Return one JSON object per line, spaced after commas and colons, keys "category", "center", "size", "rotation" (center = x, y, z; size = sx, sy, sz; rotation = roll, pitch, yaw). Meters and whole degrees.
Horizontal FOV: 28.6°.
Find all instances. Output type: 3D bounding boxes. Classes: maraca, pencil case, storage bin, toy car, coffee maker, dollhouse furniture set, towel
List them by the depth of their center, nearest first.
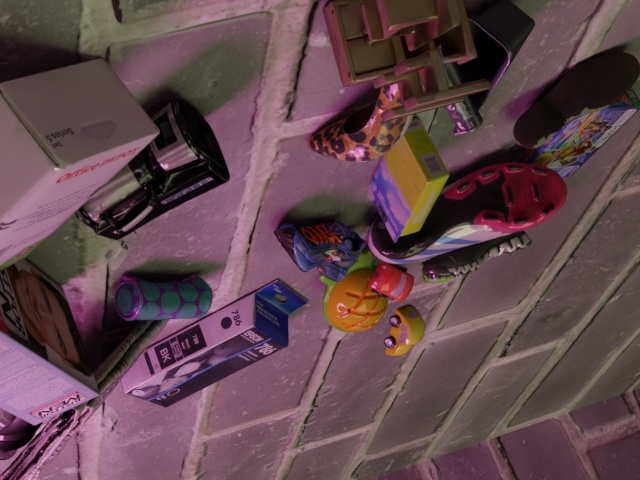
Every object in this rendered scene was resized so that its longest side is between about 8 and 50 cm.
{"category": "dollhouse furniture set", "center": [0.119, -0.254, 1.393], "size": [0.161, 0.212, 0.242], "rotation": [-15, -179, -15]}
{"category": "coffee maker", "center": [-0.212, -0.089, 1.569], "size": [0.178, 0.120, 0.171], "rotation": [-27, 179, 10]}
{"category": "storage bin", "center": [0.213, -0.251, 1.634], "size": [0.091, 0.098, 0.135], "rotation": [-42, 169, -34]}
{"category": "pencil case", "center": [-0.243, 0.088, 1.943], "size": [0.064, 0.070, 0.151], "rotation": [3, -178, 43]}
{"category": "towel", "center": [-0.370, 0.260, 1.998], "size": [0.312, 0.056, 0.324], "rotation": [-45, -177, 38]}
{"category": "maraca", "center": [0.058, 0.087, 2.184], "size": [0.127, 0.099, 0.186], "rotation": [-29, 133, -14]}
{"category": "toy car", "center": [0.184, 0.076, 2.201], "size": [0.225, 0.053, 0.239], "rotation": [-45, 144, -26]}

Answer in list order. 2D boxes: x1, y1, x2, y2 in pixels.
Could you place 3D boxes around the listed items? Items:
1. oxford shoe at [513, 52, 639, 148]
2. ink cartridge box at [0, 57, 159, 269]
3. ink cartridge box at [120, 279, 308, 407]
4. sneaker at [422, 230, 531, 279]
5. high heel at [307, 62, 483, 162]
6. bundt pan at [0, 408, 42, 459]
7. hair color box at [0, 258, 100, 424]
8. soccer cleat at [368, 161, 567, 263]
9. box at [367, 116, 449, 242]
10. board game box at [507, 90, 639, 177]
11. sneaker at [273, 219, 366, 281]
{"category": "oxford shoe", "center": [0.382, -0.218, 1.894], "size": [0.212, 0.076, 0.076], "rotation": [-31, -175, 11]}
{"category": "ink cartridge box", "center": [-0.340, -0.067, 1.388], "size": [0.273, 0.115, 0.198], "rotation": [-39, 178, 29]}
{"category": "ink cartridge box", "center": [-0.179, 0.187, 2.214], "size": [0.332, 0.065, 0.165], "rotation": [-29, 155, 11]}
{"category": "sneaker", "center": [0.259, -0.006, 2.159], "size": [0.234, 0.106, 0.078], "rotation": [-21, -172, -32]}
{"category": "high heel", "center": [0.066, -0.203, 1.651], "size": [0.261, 0.093, 0.186], "rotation": [-11, 127, 30]}
{"category": "bundt pan", "center": [-0.583, 0.286, 1.978], "size": [0.330, 0.124, 0.331], "rotation": [-20, 157, -9]}
{"category": "hair color box", "center": [-0.432, 0.102, 1.649], "size": [0.113, 0.185, 0.374], "rotation": [-25, 156, 2]}
{"category": "soccer cleat", "center": [0.235, -0.046, 2.056], "size": [0.331, 0.116, 0.143], "rotation": [-16, 174, 1]}
{"category": "box", "center": [0.128, -0.087, 1.860], "size": [0.042, 0.109, 0.178], "rotation": [-15, 155, -22]}
{"category": "board game box", "center": [0.410, -0.168, 2.039], "size": [0.136, 0.035, 0.201], "rotation": [-5, 151, -35]}
{"category": "sneaker", "center": [0.000, 0.000, 1.986], "size": [0.087, 0.083, 0.221], "rotation": [-44, 157, 13]}
